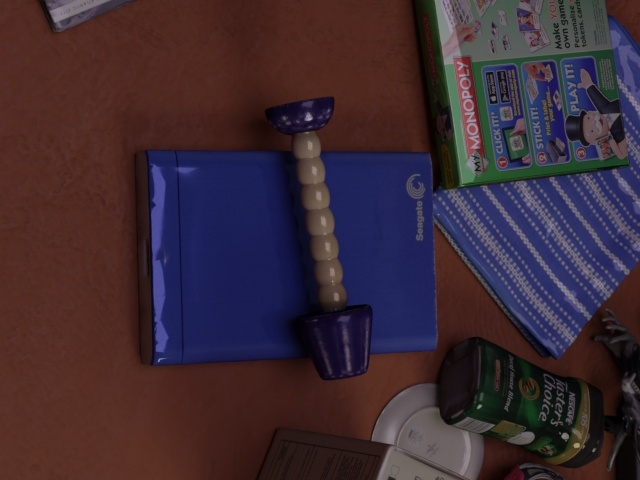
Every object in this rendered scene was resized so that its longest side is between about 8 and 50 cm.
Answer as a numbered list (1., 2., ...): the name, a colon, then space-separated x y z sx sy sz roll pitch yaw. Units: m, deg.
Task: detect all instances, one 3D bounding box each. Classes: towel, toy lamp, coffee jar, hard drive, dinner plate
1. towel: 0.292 -0.063 1.908 0.336 0.040 0.243 -46 107 -21
2. toy lamp: 0.000 0.000 1.688 0.080 0.080 0.274 -10 90 -27
3. coffee jar: 0.220 0.176 1.833 0.184 0.079 0.096 23 53 -26
4. hard drive: -0.029 0.015 1.737 0.319 0.040 0.210 -1 89 -27
5. dinner plate: 0.118 0.223 1.821 0.141 0.017 0.141 2 86 -27

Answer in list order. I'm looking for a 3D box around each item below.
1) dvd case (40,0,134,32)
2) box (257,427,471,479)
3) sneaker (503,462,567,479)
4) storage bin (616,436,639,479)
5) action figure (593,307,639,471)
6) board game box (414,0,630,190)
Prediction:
1. dvd case: -0.230 -0.332 1.658 0.164 0.018 0.221 -27 101 -26
2. box: 0.034 0.277 1.653 0.127 0.232 0.148 27 77 -24
3. sneaker: 0.300 0.354 1.858 0.299 0.112 0.121 47 69 -18
4. storage bin: 0.387 0.270 1.921 0.091 0.098 0.135 -1 89 -17
5. action figure: 0.380 0.126 1.883 0.275 0.164 0.141 -48 113 -32
6. board game box: 0.211 -0.223 1.846 0.214 0.046 0.317 -7 88 -22
